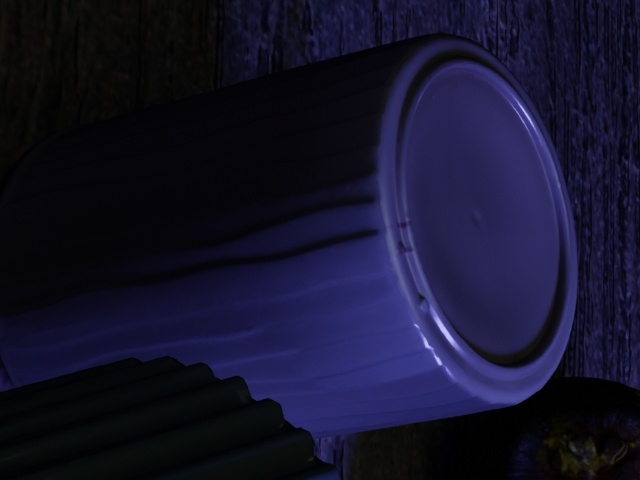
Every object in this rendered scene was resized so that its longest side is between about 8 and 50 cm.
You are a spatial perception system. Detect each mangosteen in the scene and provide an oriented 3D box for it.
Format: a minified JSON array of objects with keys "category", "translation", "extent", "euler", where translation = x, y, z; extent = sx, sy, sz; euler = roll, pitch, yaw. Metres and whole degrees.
[{"category":"mangosteen","translation":[0.193,0.205,1.462],"extent":[0.217,0.192,0.192],"euler":[81,19,-68]}]

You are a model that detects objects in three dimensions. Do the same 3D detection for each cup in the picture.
[{"category":"cup","translation":[-0.001,0.018,1.117],"extent":[0.288,0.273,0.208],"euler":[23,62,-49]}]

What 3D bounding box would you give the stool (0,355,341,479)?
[{"category":"stool","translation":[-0.175,0.212,0.855],"extent":[0.330,0.297,0.297],"euler":[-5,90,-50]}]
